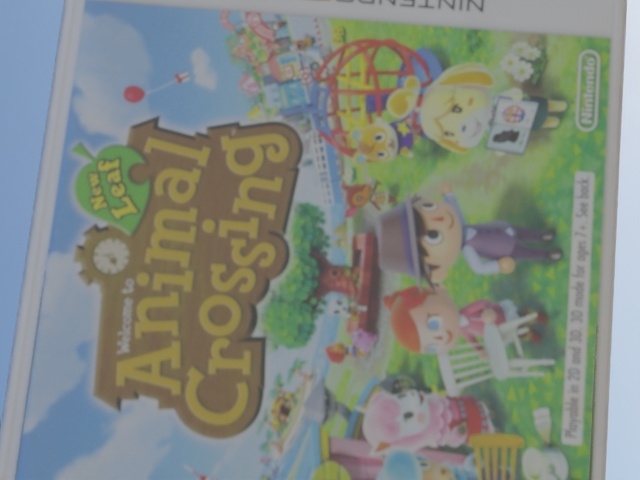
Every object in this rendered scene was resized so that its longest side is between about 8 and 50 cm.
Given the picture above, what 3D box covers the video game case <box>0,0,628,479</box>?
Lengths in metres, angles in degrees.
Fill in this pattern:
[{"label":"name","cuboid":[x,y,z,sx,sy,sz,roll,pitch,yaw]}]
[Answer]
[{"label":"video game case","cuboid":[0.000,0.000,0.379,0.023,0.193,0.212,76,-161,-78]}]
